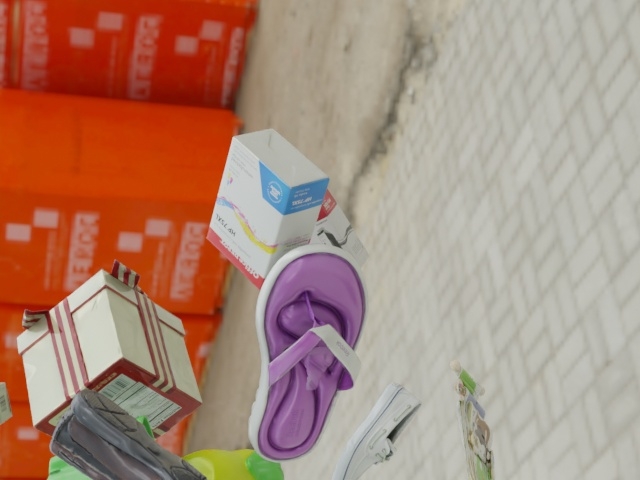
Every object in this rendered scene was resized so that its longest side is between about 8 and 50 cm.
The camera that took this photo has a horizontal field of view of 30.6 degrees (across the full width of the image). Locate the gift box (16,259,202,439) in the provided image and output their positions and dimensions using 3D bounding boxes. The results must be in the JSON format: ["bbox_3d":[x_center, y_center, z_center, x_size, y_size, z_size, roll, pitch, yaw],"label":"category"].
[{"bbox_3d":[-0.392,0.210,2.127,0.276,0.255,0.258,46,-166,-43],"label":"gift box"}]

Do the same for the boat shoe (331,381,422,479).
[{"bbox_3d":[0.104,0.369,2.137,0.226,0.075,0.083,-59,-23,-7],"label":"boat shoe"}]

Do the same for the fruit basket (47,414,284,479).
[{"bbox_3d":[-0.232,0.469,1.884,0.283,0.392,0.392,-97,17,-55],"label":"fruit basket"}]

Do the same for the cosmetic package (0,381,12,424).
[{"bbox_3d":[-0.544,0.257,1.819,0.041,0.115,0.060,-39,-57,-69],"label":"cosmetic package"}]

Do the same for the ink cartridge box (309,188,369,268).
[{"bbox_3d":[0.000,0.000,1.886,0.135,0.099,0.056,57,-153,-12],"label":"ink cartridge box"}]

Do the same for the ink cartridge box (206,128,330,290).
[{"bbox_3d":[-0.083,-0.027,1.676,0.134,0.078,0.231,42,131,31],"label":"ink cartridge box"}]

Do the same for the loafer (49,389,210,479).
[{"bbox_3d":[-0.220,0.320,1.513,0.095,0.302,0.109,-52,-9,7],"label":"loafer"}]

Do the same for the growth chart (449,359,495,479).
[{"bbox_3d":[0.227,0.300,1.664,0.172,0.021,0.237,37,-138,-62],"label":"growth chart"}]

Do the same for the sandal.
[{"bbox_3d":[-0.008,0.185,1.702,0.102,0.169,0.416,-119,28,-47],"label":"sandal"}]
